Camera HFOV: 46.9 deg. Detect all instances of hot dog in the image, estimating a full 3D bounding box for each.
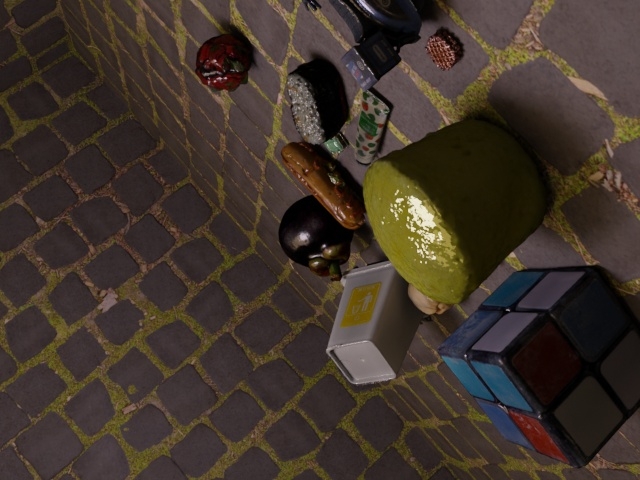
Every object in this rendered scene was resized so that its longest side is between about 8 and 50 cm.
[{"bbox_3d":[0.019,-0.180,2.296,0.349,0.117,0.158,47,-177,16],"label":"hot dog"}]

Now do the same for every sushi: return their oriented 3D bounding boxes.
[{"bbox_3d":[-0.010,-0.364,1.961,0.136,0.126,0.225,37,157,37],"label":"sushi"}]

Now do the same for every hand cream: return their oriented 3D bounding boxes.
[{"bbox_3d":[0.127,-0.284,1.911,0.095,0.059,0.276,42,157,18],"label":"hand cream"}]

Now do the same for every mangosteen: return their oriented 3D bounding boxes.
[{"bbox_3d":[0.000,0.000,2.445,0.275,0.275,0.302,99,148,-68],"label":"mangosteen"}]

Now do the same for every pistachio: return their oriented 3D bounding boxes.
[{"bbox_3d":[0.337,0.146,2.211,0.200,0.117,0.145,-159,69,-76],"label":"pistachio"}]

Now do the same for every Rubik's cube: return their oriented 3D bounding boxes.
[{"bbox_3d":[0.513,0.271,1.672,0.316,0.313,0.318,52,164,-7],"label":"Rubik's cube"}]

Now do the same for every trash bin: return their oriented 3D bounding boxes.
[{"bbox_3d":[0.188,0.274,2.351,0.256,0.367,0.296,-15,123,33],"label":"trash bin"}]

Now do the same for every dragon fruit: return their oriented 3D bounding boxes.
[{"bbox_3d":[-0.296,-0.537,2.240,0.182,0.182,0.188,47,162,10],"label":"dragon fruit"}]

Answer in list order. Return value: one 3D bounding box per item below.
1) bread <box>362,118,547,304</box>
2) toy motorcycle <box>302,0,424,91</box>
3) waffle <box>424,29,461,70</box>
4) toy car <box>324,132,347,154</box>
[{"bbox_3d":[0.278,-0.072,1.544,0.348,0.308,0.348,51,165,19],"label":"bread"},{"bbox_3d":[0.047,-0.483,1.407,0.358,0.212,0.125,51,164,-5],"label":"toy motorcycle"},{"bbox_3d":[0.244,-0.377,1.457,0.075,0.029,0.083,44,159,10],"label":"waffle"},{"bbox_3d":[0.039,-0.284,2.162,0.059,0.035,0.122,54,171,-13],"label":"toy car"}]
